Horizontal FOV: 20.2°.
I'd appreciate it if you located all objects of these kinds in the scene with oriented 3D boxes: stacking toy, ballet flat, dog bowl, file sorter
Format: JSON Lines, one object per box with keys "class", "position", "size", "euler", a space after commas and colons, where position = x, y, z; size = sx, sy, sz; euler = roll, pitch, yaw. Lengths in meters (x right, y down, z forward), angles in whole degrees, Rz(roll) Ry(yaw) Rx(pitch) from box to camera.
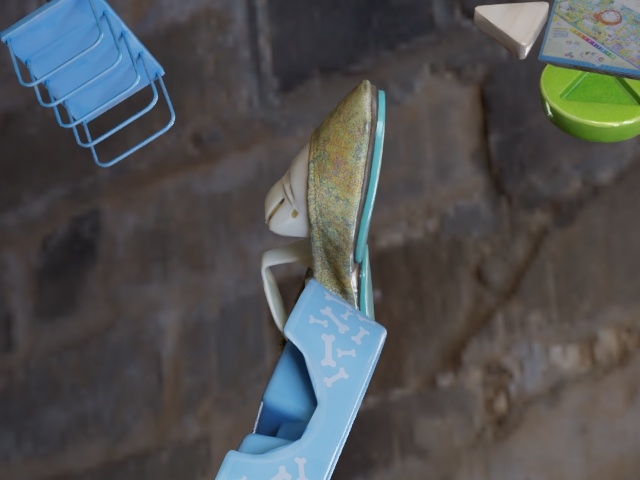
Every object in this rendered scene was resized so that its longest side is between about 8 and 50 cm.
{"class": "stacking toy", "position": [0.339, -0.182, 2.033], "size": [0.279, 0.309, 0.130], "euler": [-19, 138, -19]}
{"class": "ballet flat", "position": [0.000, 0.000, 1.692], "size": [0.123, 0.123, 0.348], "euler": [-3, 133, -5]}
{"class": "dog bowl", "position": [-0.027, 0.167, 1.370], "size": [0.074, 0.297, 0.166], "euler": [21, 144, 4]}
{"class": "file sorter", "position": [-0.256, -0.182, 2.022], "size": [0.118, 0.104, 0.170], "euler": [-31, 137, 8]}

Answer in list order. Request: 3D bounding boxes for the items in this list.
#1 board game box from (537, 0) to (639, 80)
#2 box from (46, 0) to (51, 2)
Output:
{"class": "board game box", "position": [0.269, -0.197, 1.591], "size": [0.026, 0.103, 0.154], "euler": [15, -178, -41]}
{"class": "box", "position": [-0.254, -0.286, 1.795], "size": [0.083, 0.067, 0.018], "euler": [-32, -170, -4]}
